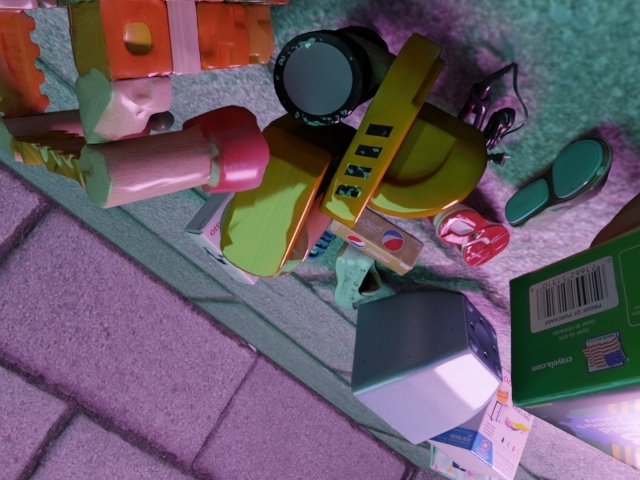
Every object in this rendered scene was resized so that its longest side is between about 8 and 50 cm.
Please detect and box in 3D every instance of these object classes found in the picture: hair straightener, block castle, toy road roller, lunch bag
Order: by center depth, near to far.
[{"bbox_3d":[-0.185,-0.275,0.502,0.303,0.213,0.452,19,119,40],"label":"block castle"},{"bbox_3d":[0.047,-0.083,0.648,0.241,0.202,0.329,29,117,3],"label":"toy road roller"},{"bbox_3d":[0.212,-0.138,0.703,0.089,0.047,0.230,29,153,6],"label":"hair straightener"},{"bbox_3d":[0.454,0.585,1.577,0.224,0.262,0.160,6,146,48],"label":"lunch bag"}]

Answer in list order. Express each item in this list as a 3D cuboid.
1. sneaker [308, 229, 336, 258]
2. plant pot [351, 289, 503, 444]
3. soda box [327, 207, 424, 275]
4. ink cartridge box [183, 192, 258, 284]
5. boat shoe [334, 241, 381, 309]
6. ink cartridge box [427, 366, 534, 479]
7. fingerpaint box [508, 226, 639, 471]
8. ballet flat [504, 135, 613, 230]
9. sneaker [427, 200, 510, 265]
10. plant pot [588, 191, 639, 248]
[{"bbox_3d":[0.000,0.000,1.219,0.053,0.059,0.144,32,157,6],"label":"sneaker"},{"bbox_3d":[0.247,0.254,1.181,0.252,0.247,0.247,-28,122,30],"label":"plant pot"},{"bbox_3d":[0.106,-0.008,1.064,0.181,0.061,0.058,32,158,-2],"label":"soda box"},{"bbox_3d":[-0.210,-0.013,1.339,0.087,0.153,0.208,9,147,46],"label":"ink cartridge box"},{"bbox_3d":[0.093,0.100,1.256,0.096,0.098,0.277,25,155,19],"label":"boat shoe"},{"bbox_3d":[0.423,0.465,1.409,0.171,0.232,0.168,41,154,-19],"label":"ink cartridge box"},{"bbox_3d":[0.468,0.104,0.477,0.371,0.163,0.445,31,141,-23],"label":"fingerpaint box"},{"bbox_3d":[0.316,-0.069,0.692,0.068,0.072,0.213,6,161,-10],"label":"ballet flat"},{"bbox_3d":[0.219,-0.044,0.862,0.221,0.087,0.128,33,-156,-53],"label":"sneaker"},{"bbox_3d":[0.413,-0.004,0.582,0.238,0.109,0.237,8,145,6],"label":"plant pot"}]
